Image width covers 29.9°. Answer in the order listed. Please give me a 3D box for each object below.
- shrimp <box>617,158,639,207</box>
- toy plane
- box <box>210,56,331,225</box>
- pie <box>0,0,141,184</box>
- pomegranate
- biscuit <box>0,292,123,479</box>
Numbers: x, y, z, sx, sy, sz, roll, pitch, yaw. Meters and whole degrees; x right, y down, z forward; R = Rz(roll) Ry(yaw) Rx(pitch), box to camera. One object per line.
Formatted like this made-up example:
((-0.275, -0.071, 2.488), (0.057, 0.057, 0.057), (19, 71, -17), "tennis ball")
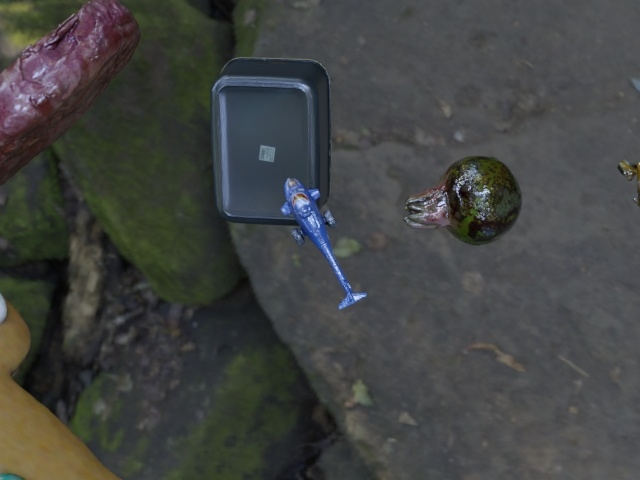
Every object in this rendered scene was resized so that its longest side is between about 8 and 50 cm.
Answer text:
((0.394, -0.016, 1.390), (0.051, 0.132, 0.187), (-11, 67, -6), "shrimp")
((0.000, 0.000, 1.394), (0.054, 0.062, 0.167), (-28, 82, 0), "toy plane")
((-0.063, -0.120, 1.490), (0.144, 0.090, 0.201), (4, 112, 8), "box")
((-0.193, -0.095, 0.829), (0.182, 0.182, 0.049), (-41, 99, 19), "pie")
((0.201, -0.062, 1.682), (0.138, 0.163, 0.125), (171, 113, -77), "pomegranate")
((-0.225, 0.083, 0.630), (0.340, 0.216, 0.047), (47, 122, 16), "biscuit")
